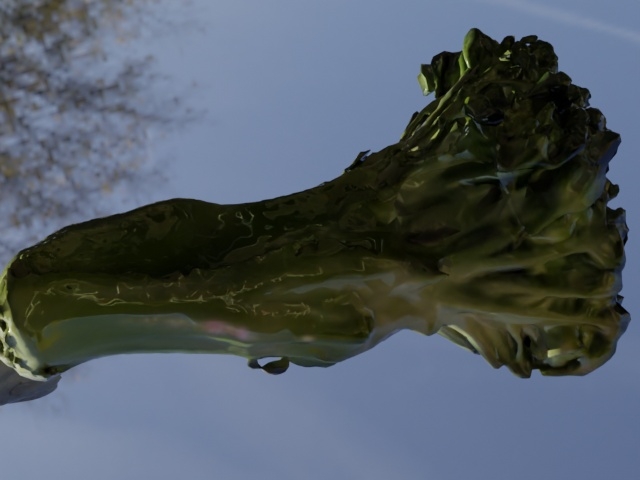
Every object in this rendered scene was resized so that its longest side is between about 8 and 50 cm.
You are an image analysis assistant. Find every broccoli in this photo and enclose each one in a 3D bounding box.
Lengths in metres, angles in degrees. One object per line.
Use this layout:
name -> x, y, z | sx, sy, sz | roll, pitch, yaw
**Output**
broccoli -> -0.002, 0.002, 0.684 | 0.304, 0.164, 0.145 | -13, -154, -21

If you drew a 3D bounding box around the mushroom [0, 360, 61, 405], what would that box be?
mushroom -> -0.316, 0.111, 1.208 | 0.223, 0.081, 0.092 | -12, -161, -37
